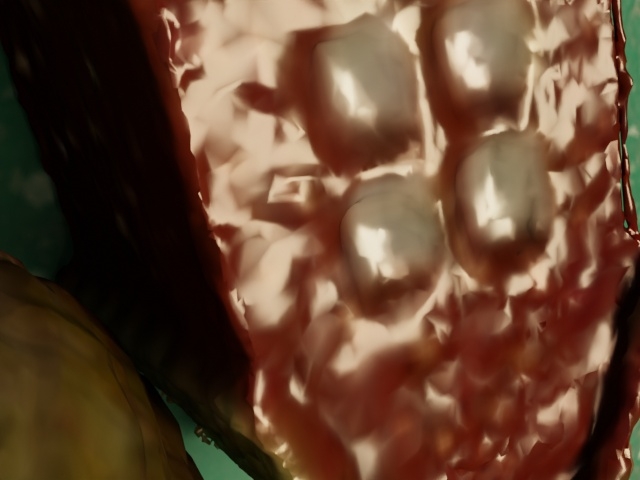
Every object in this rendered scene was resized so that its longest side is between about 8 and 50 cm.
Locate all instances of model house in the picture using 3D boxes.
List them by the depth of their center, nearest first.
[{"bbox_3d":[0.000,0.000,0.448,0.160,0.196,0.254,-17,106,-23],"label":"model house"}]

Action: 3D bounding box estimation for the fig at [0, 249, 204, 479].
[{"bbox_3d":[-0.120,0.134,0.290,0.286,0.369,0.286,-3,97,-27],"label":"fig"}]
